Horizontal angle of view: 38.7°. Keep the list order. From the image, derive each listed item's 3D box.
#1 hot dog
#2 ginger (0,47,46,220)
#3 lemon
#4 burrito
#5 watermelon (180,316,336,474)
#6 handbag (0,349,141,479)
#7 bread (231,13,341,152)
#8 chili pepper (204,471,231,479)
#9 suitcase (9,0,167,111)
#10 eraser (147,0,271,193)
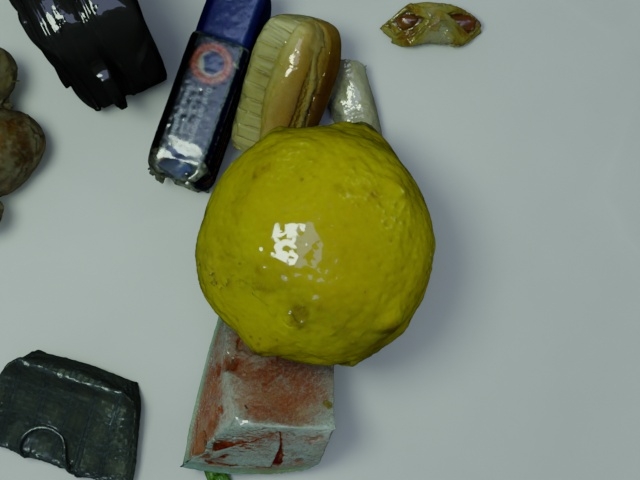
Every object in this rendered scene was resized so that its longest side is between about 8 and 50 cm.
[{"bbox_3d":[0.183,-0.356,1.492,0.169,0.061,0.078,-2,85,0],"label":"hot dog"},{"bbox_3d":[-0.557,-0.168,1.439,0.245,0.155,0.304,-30,86,-3],"label":"ginger"},{"bbox_3d":[0.000,0.000,1.333,0.350,0.350,0.387,25,70,2],"label":"lemon"},{"bbox_3d":[0.059,-0.198,1.483,0.087,0.060,0.226,-19,86,4],"label":"burrito"},{"bbox_3d":[-0.089,0.234,1.389,0.213,0.201,0.261,8,81,-7],"label":"watermelon"},{"bbox_3d":[-0.406,0.281,1.452,0.270,0.088,0.175,18,94,2],"label":"handbag"},{"bbox_3d":[-0.048,-0.234,1.423,0.106,0.140,0.236,30,112,26],"label":"bread"},{"bbox_3d":[-0.154,0.388,1.464,0.091,0.030,0.034,43,63,1],"label":"chili pepper"},{"bbox_3d":[-0.360,-0.370,1.359,0.188,0.345,0.339,-27,86,-6],"label":"suitcase"},{"bbox_3d":[-0.172,-0.241,1.445,0.102,0.155,0.332,20,85,1],"label":"eraser"}]
